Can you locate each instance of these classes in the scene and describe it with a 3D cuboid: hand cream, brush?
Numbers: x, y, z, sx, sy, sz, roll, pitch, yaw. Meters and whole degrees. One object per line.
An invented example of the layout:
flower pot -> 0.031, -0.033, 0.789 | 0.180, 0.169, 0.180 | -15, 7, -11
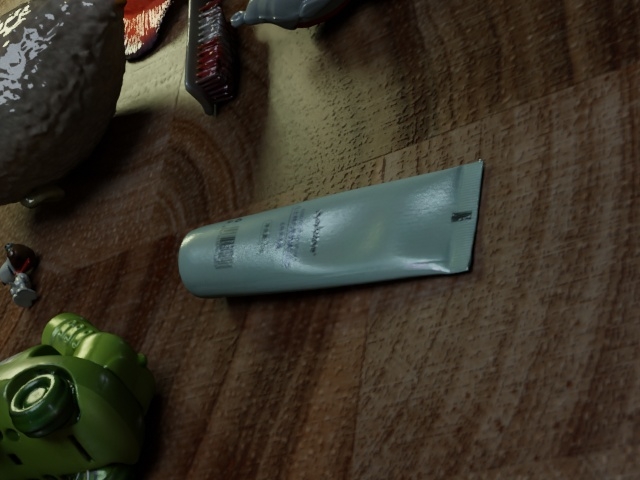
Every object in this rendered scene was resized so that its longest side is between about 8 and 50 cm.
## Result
hand cream -> 0.000, 0.000, 1.144 | 0.321, 0.067, 0.109 | -11, 54, 35
brush -> -0.128, -0.283, 1.476 | 0.050, 0.060, 0.321 | -20, 49, 19

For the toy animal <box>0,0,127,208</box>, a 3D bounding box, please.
toy animal -> -0.345, -0.164, 1.498 | 0.358, 0.188, 0.226 | -44, 31, 32

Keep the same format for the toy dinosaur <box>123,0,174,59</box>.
toy dinosaur -> -0.257, -0.292, 1.630 | 0.286, 0.070, 0.139 | -11, 78, 43

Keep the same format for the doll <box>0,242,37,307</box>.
doll -> -0.358, 0.039, 1.493 | 0.085, 0.040, 0.058 | 37, 104, 56

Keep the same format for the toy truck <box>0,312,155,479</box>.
toy truck -> -0.243, 0.156, 1.218 | 0.187, 0.148, 0.210 | -2, 40, 43

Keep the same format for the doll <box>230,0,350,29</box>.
doll -> 0.003, -0.271, 1.321 | 0.227, 0.075, 0.102 | -17, 34, 24
